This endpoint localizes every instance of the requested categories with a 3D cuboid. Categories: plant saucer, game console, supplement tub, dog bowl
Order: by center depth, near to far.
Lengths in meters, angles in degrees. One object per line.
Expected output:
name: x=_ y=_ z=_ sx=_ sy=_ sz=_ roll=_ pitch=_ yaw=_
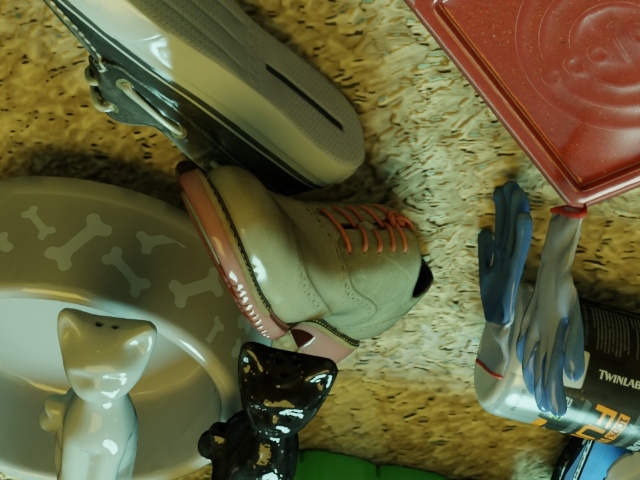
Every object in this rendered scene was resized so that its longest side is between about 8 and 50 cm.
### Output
plant saucer: x=0.202 y=-0.139 z=0.781 sx=0.258 sy=0.048 sz=0.259 roll=-24 pitch=117 yaw=39
supplement tub: x=0.237 y=0.112 z=1.001 sx=0.190 sy=0.117 sz=0.117 roll=15 pitch=131 yaw=-6
dog bowl: x=-0.215 y=0.099 z=1.023 sx=0.348 sy=0.102 sz=0.349 roll=2 pitch=139 yaw=2
game console: x=0.266 y=0.234 z=1.131 sx=0.071 sy=0.107 sz=0.122 roll=26 pitch=129 yaw=21

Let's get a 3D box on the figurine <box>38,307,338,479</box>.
figurine: x=-0.107 y=0.128 z=0.892 sx=0.215 sy=0.092 sz=0.209 roll=12 pitch=141 yaw=-7

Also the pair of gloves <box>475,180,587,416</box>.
pair of gloves: x=0.159 y=0.040 z=0.897 sx=0.023 sy=0.198 sz=0.159 roll=4 pitch=98 yaw=-13

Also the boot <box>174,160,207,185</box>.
boot: x=-0.114 y=-0.008 z=0.994 sx=0.114 sy=0.037 sz=0.106 roll=-31 pitch=122 yaw=34

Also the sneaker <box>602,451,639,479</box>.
sneaker: x=0.406 y=0.220 z=1.056 sx=0.297 sy=0.129 sz=0.111 roll=-31 pitch=126 yaw=17

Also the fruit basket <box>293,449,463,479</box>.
fruit basket: x=0.024 y=0.413 z=1.125 sx=0.392 sy=0.392 sz=0.283 roll=12 pitch=131 yaw=-4

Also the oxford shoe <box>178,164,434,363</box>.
oxford shoe: x=0.000 y=0.000 z=0.871 sx=0.130 sy=0.123 sz=0.348 roll=-29 pitch=163 yaw=7

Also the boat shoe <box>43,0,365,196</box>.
boat shoe: x=-0.111 y=-0.122 z=0.826 sx=0.119 sy=0.121 sz=0.335 roll=-30 pitch=128 yaw=28
